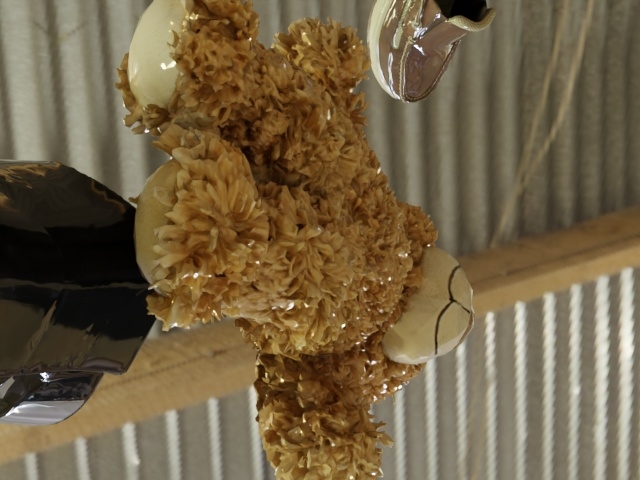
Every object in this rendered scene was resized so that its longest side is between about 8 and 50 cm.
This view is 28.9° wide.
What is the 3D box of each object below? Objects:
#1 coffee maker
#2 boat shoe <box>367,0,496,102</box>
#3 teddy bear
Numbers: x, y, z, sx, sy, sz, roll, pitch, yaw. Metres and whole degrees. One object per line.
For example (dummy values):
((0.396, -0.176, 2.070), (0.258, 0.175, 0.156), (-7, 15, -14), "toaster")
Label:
((-0.140, 0.011, 0.512), (0.171, 0.120, 0.178), (-37, -12, 17), "coffee maker")
((0.106, -0.211, 1.108), (0.095, 0.095, 0.257), (-28, -33, -24), "boat shoe")
((0.000, 0.000, 0.637), (0.338, 0.113, 0.245), (61, -160, -45), "teddy bear")
